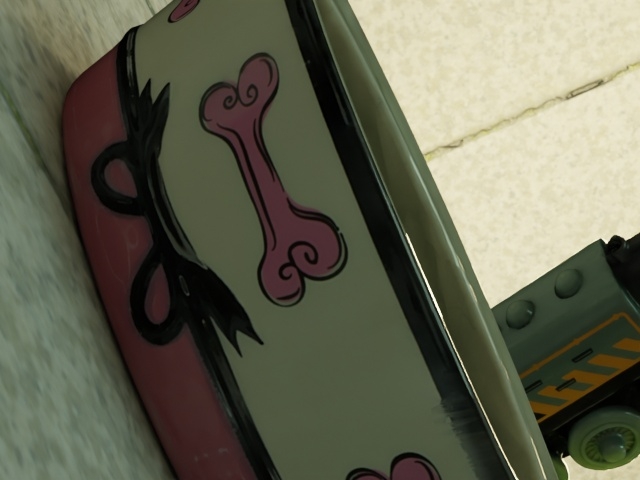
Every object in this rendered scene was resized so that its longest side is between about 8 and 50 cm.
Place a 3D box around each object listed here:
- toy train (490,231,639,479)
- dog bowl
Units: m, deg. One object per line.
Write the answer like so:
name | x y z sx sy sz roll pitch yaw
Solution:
toy train | 0.215 0.115 1.745 0.190 0.334 0.142 42 23 -37
dog bowl | 0.002 0.038 1.053 0.408 0.150 0.408 -24 90 -83
